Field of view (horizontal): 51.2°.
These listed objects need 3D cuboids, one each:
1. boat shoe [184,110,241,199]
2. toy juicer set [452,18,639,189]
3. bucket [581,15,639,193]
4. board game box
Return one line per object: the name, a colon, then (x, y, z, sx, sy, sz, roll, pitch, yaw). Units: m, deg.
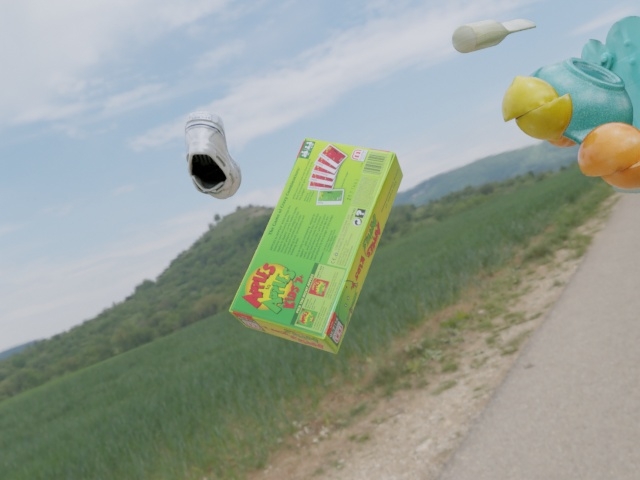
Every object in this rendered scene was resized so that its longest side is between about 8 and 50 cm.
boat shoe: (-0.174, -0.107, 1.027, 0.083, 0.075, 0.226, 1, -23, 5)
toy juicer set: (0.239, -0.138, 0.691, 0.209, 0.329, 0.089, -7, -46, -34)
bucket: (0.478, -0.177, 0.847, 0.282, 0.182, 0.281, -7, -10, -1)
board game box: (0.000, 0.000, 0.596, 0.092, 0.181, 0.043, 13, -22, 24)
